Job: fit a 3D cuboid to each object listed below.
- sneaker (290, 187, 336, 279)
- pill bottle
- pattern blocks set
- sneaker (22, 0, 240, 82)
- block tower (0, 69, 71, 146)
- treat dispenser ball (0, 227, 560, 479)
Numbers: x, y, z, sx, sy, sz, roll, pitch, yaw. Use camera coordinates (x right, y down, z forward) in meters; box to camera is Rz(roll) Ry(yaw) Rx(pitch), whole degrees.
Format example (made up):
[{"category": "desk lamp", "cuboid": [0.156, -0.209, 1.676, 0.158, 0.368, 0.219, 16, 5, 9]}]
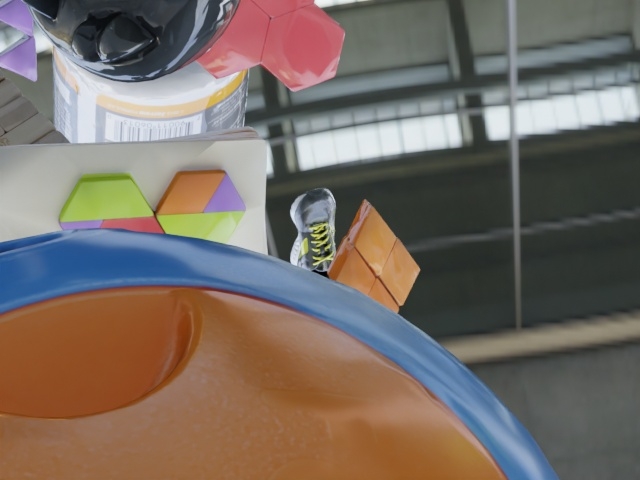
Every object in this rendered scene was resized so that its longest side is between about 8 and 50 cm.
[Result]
[{"category": "sneaker", "cuboid": [0.000, 0.000, 1.084, 0.031, 0.083, 0.035, -17, -129, -15]}, {"category": "pill bottle", "cuboid": [-0.148, -0.093, 1.400, 0.162, 0.278, 0.162, 4, -129, -5]}, {"category": "pattern blocks set", "cuboid": [-0.089, 0.030, 0.795, 0.285, 0.324, 0.026, -18, -156, -12]}, {"category": "sneaker", "cuboid": [-0.033, -0.171, 0.534, 0.098, 0.135, 0.276, -7, -110, 27]}, {"category": "block tower", "cuboid": [-0.213, -0.030, 1.080, 0.091, 0.097, 0.335, -37, -103, -28]}, {"category": "treat dispenser ball", "cuboid": [-0.058, 0.141, 0.434, 0.288, 0.288, 0.288, -3, -121, 6]}]
